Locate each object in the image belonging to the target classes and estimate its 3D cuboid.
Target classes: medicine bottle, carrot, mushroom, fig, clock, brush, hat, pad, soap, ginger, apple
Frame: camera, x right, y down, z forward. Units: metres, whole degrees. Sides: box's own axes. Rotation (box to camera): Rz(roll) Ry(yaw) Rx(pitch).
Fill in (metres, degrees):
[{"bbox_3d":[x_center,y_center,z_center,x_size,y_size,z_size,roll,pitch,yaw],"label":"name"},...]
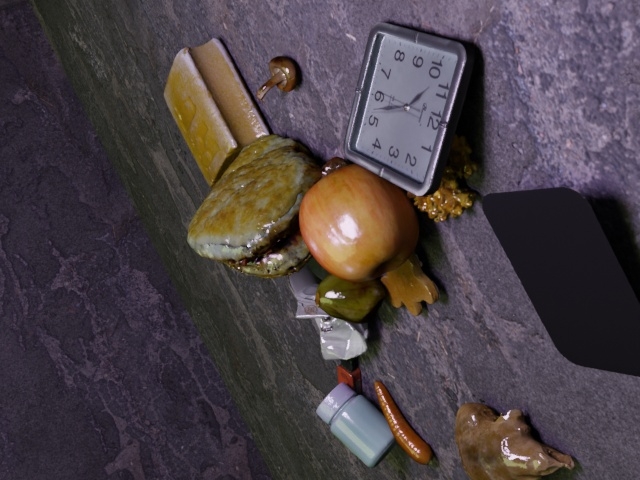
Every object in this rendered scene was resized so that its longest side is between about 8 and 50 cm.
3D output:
[{"bbox_3d":[0.109,0.523,2.123,0.225,0.139,0.139,41,148,18],"label":"medicine bottle"},{"bbox_3d":[0.217,0.505,2.037,0.271,0.062,0.066,51,165,29],"label":"carrot"},{"bbox_3d":[-0.103,-0.387,1.786,0.129,0.073,0.088,-35,96,31],"label":"mushroom"},{"bbox_3d":[0.068,0.133,1.807,0.154,0.165,0.144,-109,32,-56],"label":"fig"},{"bbox_3d":[0.156,-0.246,1.371,0.279,0.049,0.273,36,119,48],"label":"clock"},{"bbox_3d":[0.092,0.454,2.244,0.070,0.051,0.323,30,137,39],"label":"brush"},{"bbox_3d":[0.028,0.164,2.019,0.258,0.168,0.301,63,-172,-52],"label":"hat"},{"bbox_3d":[0.421,0.059,1.276,0.375,0.063,0.315,60,156,-15],"label":"pad"},{"bbox_3d":[-0.296,-0.352,2.108,0.335,0.156,0.293,63,156,6],"label":"soap"},{"bbox_3d":[0.397,0.455,1.563,0.270,0.123,0.219,6,97,62],"label":"ginger"},{"bbox_3d":[0.087,-0.027,1.564,0.242,0.242,0.241,99,150,-51],"label":"apple"}]

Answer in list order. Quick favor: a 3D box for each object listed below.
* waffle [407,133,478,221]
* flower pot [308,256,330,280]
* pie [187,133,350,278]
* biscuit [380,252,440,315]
[{"bbox_3d":[0.215,-0.149,1.438,0.229,0.051,0.231,62,155,4],"label":"waffle"},{"bbox_3d":[0.000,0.000,1.927,0.229,0.103,0.108,53,153,20],"label":"flower pot"},{"bbox_3d":[-0.145,-0.084,1.826,0.418,0.395,0.180,24,155,47],"label":"pie"},{"bbox_3d":[0.197,0.098,1.713,0.158,0.035,0.240,62,162,7],"label":"biscuit"}]
